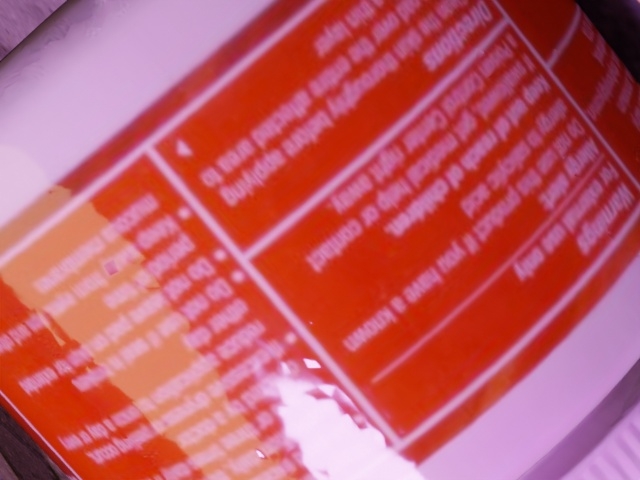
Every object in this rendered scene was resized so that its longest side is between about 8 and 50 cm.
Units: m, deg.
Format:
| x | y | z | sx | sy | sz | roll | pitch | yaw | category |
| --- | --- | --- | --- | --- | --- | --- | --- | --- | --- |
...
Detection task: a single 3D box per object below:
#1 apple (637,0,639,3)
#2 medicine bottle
| x | y | z | sx | sy | sz | roll | pitch | yaw | category |
| --- | --- | --- | --- | --- | --- | --- | --- | --- | --- |
| 0.126 | -0.104 | 0.282 | 0.163 | 0.139 | 0.163 | 49 | 170 | 11 | apple |
| 0.000 | 0.000 | 0.518 | 0.241 | 0.252 | 0.252 | 50 | 158 | -9 | medicine bottle |
